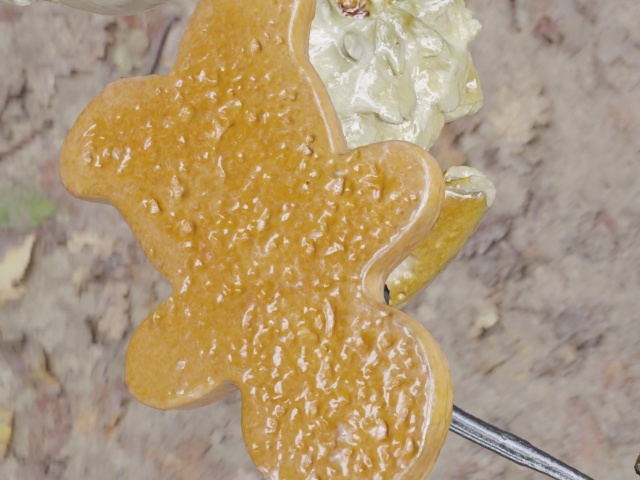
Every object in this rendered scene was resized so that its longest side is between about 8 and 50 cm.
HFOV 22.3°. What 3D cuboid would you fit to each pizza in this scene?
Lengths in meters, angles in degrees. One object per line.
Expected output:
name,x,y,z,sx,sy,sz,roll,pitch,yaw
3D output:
pizza,0.000,0.000,1.020,0.161,0.182,0.062,23,31,-30

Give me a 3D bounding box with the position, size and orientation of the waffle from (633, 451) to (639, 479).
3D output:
waffle,0.482,0.225,1.619,0.380,0.382,0.095,-49,45,9

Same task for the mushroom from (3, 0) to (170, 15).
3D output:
mushroom,-0.258,-0.364,1.679,0.297,0.297,0.290,45,42,4

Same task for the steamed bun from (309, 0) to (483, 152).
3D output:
steamed bun,0.040,-0.206,1.559,0.295,0.137,0.292,25,55,-9

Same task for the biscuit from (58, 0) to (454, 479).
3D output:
biscuit,-0.020,0.007,0.694,0.165,0.036,0.250,-40,58,15

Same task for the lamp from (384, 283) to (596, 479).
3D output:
lamp,0.140,0.168,0.958,0.371,0.108,0.130,35,27,-12
